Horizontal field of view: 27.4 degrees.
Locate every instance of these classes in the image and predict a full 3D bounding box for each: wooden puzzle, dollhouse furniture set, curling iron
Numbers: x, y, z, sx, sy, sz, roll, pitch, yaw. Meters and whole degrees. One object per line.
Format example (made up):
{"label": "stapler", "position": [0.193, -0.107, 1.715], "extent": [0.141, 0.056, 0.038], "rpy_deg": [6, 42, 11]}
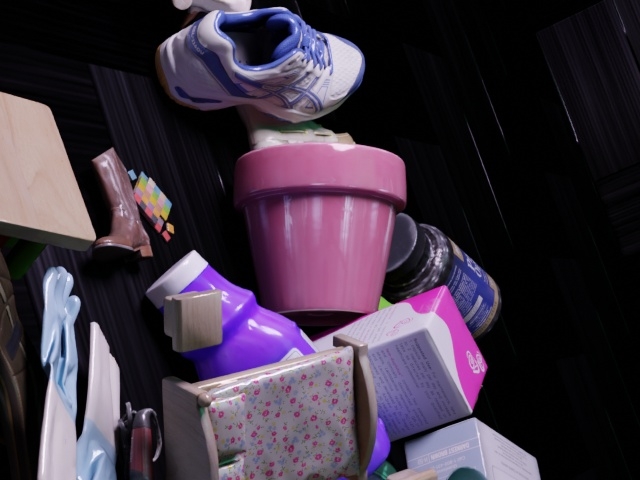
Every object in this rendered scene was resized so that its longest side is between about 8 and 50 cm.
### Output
{"label": "wooden puzzle", "position": [-0.176, -0.040, 1.371], "extent": [0.083, 0.006, 0.049], "rpy_deg": [53, 28, -28]}
{"label": "dollhouse furniture set", "position": [0.038, 0.205, 1.159], "extent": [0.303, 0.174, 0.355], "rpy_deg": [-12, 108, -36]}
{"label": "curling iron", "position": [-0.145, 0.268, 1.107], "extent": [0.068, 0.035, 0.274], "rpy_deg": [80, 2, -64]}

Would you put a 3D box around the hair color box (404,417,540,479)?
{"label": "hair color box", "position": [0.218, 0.431, 1.625], "extent": [0.185, 0.113, 0.374], "rpy_deg": [37, 37, -47]}

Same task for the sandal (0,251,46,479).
{"label": "sandal", "position": [-0.256, 0.099, 1.006], "extent": [0.090, 0.060, 0.219], "rpy_deg": [-91, 169, -65]}

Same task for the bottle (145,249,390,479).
{"label": "bottle", "position": [-0.057, 0.135, 1.312], "extent": [0.283, 0.118, 0.092], "rpy_deg": [48, 4, -7]}

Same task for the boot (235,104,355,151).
{"label": "boot", "position": [-0.040, -0.163, 1.672], "extent": [0.213, 0.077, 0.165], "rpy_deg": [-18, 84, -59]}

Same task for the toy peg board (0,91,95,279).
{"label": "toy peg board", "position": [-0.286, -0.047, 1.059], "extent": [0.160, 0.079, 0.161], "rpy_deg": [14, 39, -42]}

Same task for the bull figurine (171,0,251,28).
{"label": "bull figurine", "position": [-0.191, -0.349, 1.472], "extent": [0.310, 0.101, 0.188], "rpy_deg": [47, -3, -22]}

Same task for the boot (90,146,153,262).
{"label": "boot", "position": [-0.205, -0.037, 1.271], "extent": [0.106, 0.037, 0.114], "rpy_deg": [19, 54, -75]}

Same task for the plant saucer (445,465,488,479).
{"label": "plant saucer", "position": [0.162, 0.350, 1.466], "extent": [0.195, 0.037, 0.195], "rpy_deg": [33, 49, -48]}

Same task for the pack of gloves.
{"label": "pack of gloves", "position": [-0.208, 0.148, 1.059], "extent": [0.195, 0.046, 0.232], "rpy_deg": [75, 6, -48]}

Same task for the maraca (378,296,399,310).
{"label": "maraca", "position": [0.112, 0.146, 1.688], "extent": [0.127, 0.099, 0.186], "rpy_deg": [-13, 60, -51]}

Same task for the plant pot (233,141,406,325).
{"label": "plant pot", "position": [0.000, 0.000, 1.493], "extent": [0.201, 0.201, 0.180], "rpy_deg": [20, 66, -58]}

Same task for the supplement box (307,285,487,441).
{"label": "supplement box", "position": [0.052, 0.149, 1.407], "extent": [0.114, 0.220, 0.111], "rpy_deg": [61, 25, -12]}

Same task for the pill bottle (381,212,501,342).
{"label": "pill bottle", "position": [0.148, 0.053, 1.806], "extent": [0.219, 0.123, 0.123], "rpy_deg": [40, 36, -44]}

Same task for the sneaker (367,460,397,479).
{"label": "sneaker", "position": [0.062, 0.366, 1.409], "extent": [0.226, 0.086, 0.163], "rpy_deg": [63, 32, -28]}

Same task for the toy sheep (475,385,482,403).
{"label": "toy sheep", "position": [0.168, 0.185, 1.781], "extent": [0.132, 0.091, 0.091], "rpy_deg": [43, 33, -31]}

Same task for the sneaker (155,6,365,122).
{"label": "sneaker", "position": [-0.041, -0.210, 1.536], "extent": [0.296, 0.131, 0.112], "rpy_deg": [-9, 75, -42]}
